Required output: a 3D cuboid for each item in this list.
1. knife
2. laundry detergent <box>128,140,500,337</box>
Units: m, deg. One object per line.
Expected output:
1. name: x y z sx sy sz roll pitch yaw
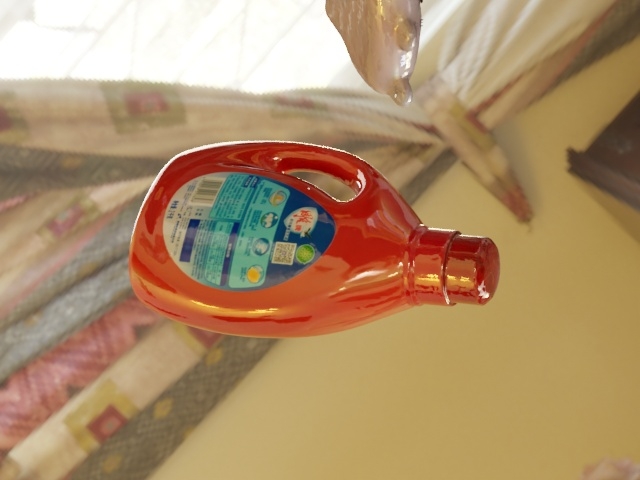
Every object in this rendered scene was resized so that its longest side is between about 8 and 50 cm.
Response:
1. knife: -0.033 -0.232 0.720 0.132 0.038 0.399 87 158 -49
2. laundry detergent: 0.000 0.000 0.521 0.165 0.097 0.049 6 154 24
